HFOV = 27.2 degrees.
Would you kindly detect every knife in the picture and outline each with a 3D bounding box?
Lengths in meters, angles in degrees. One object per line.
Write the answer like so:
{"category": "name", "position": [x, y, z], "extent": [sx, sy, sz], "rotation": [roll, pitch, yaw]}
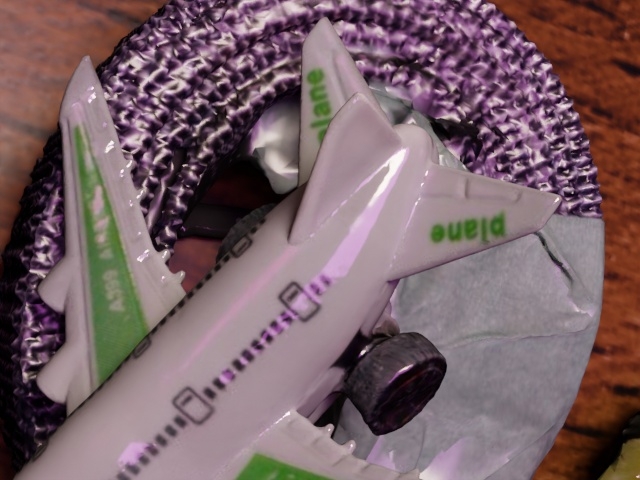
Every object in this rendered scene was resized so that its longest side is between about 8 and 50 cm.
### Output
{"category": "knife", "position": [0.000, 0.000, 0.670], "extent": [0.170, 0.010, 0.023], "rotation": [7, 79, -25]}

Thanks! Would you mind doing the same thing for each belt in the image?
{"category": "belt", "position": [-0.009, 0.028, 0.593], "extent": [0.260, 0.122, 0.325], "rotation": [19, 81, -19]}

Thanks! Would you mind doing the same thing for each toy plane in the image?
{"category": "toy plane", "position": [-0.035, 0.054, 0.467], "extent": [0.255, 0.251, 0.101], "rotation": [-51, 150, 7]}

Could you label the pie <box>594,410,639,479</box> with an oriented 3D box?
{"category": "pie", "position": [0.235, 0.255, 0.693], "extent": [0.296, 0.078, 0.371], "rotation": [-14, 87, -43]}
